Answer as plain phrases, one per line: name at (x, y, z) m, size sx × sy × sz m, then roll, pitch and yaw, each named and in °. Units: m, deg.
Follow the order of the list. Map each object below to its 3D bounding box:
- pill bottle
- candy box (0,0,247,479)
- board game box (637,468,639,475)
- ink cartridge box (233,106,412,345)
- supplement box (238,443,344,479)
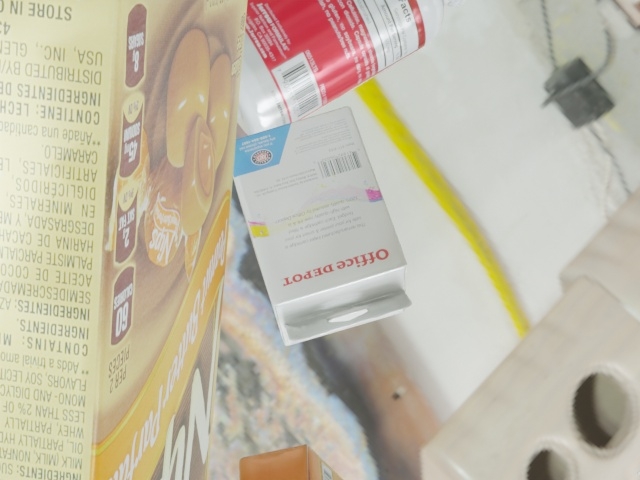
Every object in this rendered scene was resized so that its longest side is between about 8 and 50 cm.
pill bottle at (0.025, -0.334, 1.643) m, size 0.229 × 0.408 × 0.229 m, roll 57°, pitch 173°, yaw 11°
candy box at (-0.094, 0.052, 0.429) m, size 0.087 × 0.183 × 0.316 m, roll 7°, pitch 107°, yaw 6°
board game box at (0.393, 0.242, 1.198) m, size 0.103 × 0.154 × 0.026 m, roll 44°, pitch 119°, yaw 10°
ink cartridge box at (0.000, 0.000, 0.785) m, size 0.090 × 0.092 × 0.143 m, roll 81°, pitch 172°, yaw -67°
supplement box at (-0.003, 0.287, 1.157) m, size 0.078 × 0.080 × 0.233 m, roll -15°, pitch 143°, yaw 14°
